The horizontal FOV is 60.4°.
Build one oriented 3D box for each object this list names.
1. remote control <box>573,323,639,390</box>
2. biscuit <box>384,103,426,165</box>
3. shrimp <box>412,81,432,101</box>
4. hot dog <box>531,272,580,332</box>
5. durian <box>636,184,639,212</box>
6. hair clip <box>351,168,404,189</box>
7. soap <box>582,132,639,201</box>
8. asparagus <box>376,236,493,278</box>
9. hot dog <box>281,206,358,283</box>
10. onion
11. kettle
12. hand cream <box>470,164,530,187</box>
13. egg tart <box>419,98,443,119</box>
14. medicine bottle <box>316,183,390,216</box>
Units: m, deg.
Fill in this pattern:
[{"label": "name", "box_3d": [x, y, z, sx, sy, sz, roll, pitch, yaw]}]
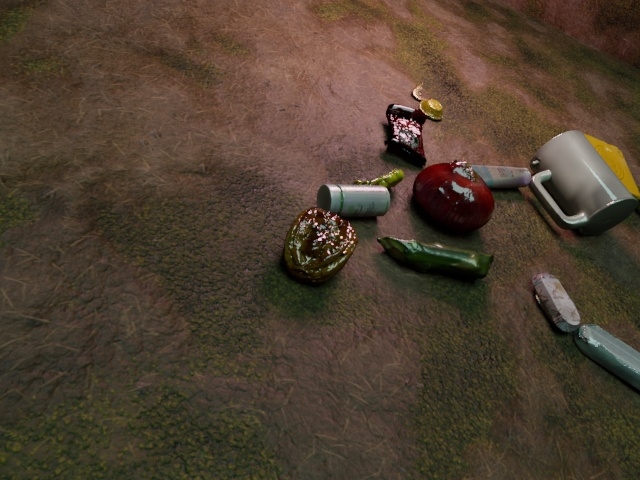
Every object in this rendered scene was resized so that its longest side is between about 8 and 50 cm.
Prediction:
[{"label": "remote control", "box_3d": [0.792, 0.310, 1.463, 0.247, 0.052, 0.104, 34, 43, 10]}, {"label": "biscuit", "box_3d": [0.280, -0.352, 1.806, 0.151, 0.063, 0.235, 16, 48, -12]}, {"label": "shrimp", "box_3d": [0.388, -0.558, 2.080, 0.083, 0.023, 0.114, 29, 49, -4]}, {"label": "hot dog", "box_3d": [0.649, 0.168, 1.521, 0.099, 0.053, 0.192, 3, 47, -26]}, {"label": "durian", "box_3d": [1.251, -0.135, 2.070, 0.137, 0.095, 0.221, -4, 59, -28]}, {"label": "hair clip", "box_3d": [0.174, -0.168, 1.580, 0.173, 0.072, 0.046, -17, 70, -32]}, {"label": "soap", "box_3d": [1.074, -0.260, 2.092, 0.204, 0.096, 0.324, 19, 44, -9]}, {"label": "asparagus", "box_3d": [0.312, 0.045, 1.447, 0.343, 0.082, 0.085, 11, 50, -15]}, {"label": "hot dog", "box_3d": [0.001, 0.003, 1.321, 0.160, 0.099, 0.227, 28, 41, -2]}, {"label": "onion", "box_3d": [0.391, -0.135, 1.609, 0.248, 0.161, 0.248, 1, 58, -1]}, {"label": "kettle", "box_3d": [0.861, -0.193, 1.846, 0.265, 0.205, 0.318, 6, 49, -39]}, {"label": "hand cream", "box_3d": [0.546, -0.213, 1.811, 0.312, 0.070, 0.111, -2, 56, -23]}, {"label": "egg tart", "box_3d": [0.410, -0.482, 2.010, 0.105, 0.039, 0.105, 15, 45, -16]}, {"label": "medicine bottle", "box_3d": [0.089, -0.106, 1.470, 0.183, 0.086, 0.086, -1, 51, -27]}]
